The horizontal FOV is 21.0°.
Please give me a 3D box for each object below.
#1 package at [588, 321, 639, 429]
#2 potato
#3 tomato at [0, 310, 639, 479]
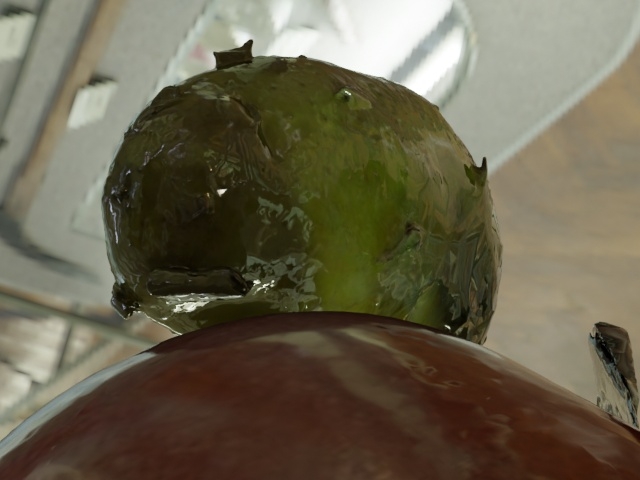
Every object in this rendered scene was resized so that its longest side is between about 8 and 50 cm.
[{"bbox_3d":[0.135,0.162,0.624,0.030,0.154,0.239,-17,108,9],"label":"package"},{"bbox_3d":[0.000,0.000,0.575,0.090,0.117,0.225,7,172,25],"label":"potato"},{"bbox_3d":[-0.004,0.156,0.396,0.227,0.270,0.270,-16,180,-38],"label":"tomato"}]
